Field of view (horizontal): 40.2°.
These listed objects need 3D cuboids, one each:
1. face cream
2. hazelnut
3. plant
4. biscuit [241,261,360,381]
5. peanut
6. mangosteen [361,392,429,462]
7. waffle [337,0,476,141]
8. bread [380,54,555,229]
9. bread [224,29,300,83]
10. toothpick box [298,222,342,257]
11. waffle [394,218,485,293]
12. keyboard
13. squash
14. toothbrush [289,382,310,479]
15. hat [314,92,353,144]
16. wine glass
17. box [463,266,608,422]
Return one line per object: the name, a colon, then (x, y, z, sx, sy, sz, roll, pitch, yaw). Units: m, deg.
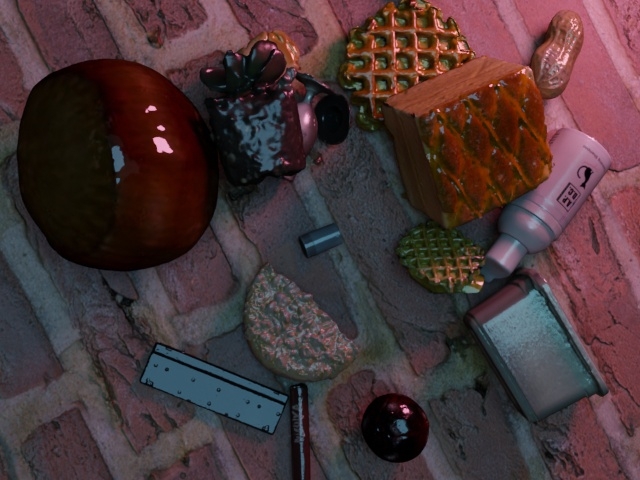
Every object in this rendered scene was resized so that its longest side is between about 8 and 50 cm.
face cream: (0.477, -0.062, 1.921, 0.145, 0.145, 0.370, 37, 82, -5)
hazelnut: (-0.379, -0.146, 1.700, 0.420, 0.353, 0.421, 11, 65, -26)
plant: (-0.130, -0.250, 1.733, 0.199, 0.188, 0.276, -12, 87, -1)
biscuit: (-0.067, 0.194, 1.858, 0.179, 0.084, 0.281, -43, 92, -4)
peanut: (0.533, -0.422, 1.976, 0.098, 0.090, 0.214, 23, 81, 3)
mangosteen: (0.164, 0.394, 1.861, 0.152, 0.152, 0.152, 0, 87, -9)
waffle: (0.190, -0.375, 1.931, 0.302, 0.068, 0.325, 44, 81, -5)
bread: (0.310, -0.209, 1.832, 0.279, 0.207, 0.279, -23, 113, -13)
bread: (-0.125, -0.369, 1.872, 0.177, 0.084, 0.119, -41, 95, -9)
toothpick box: (0.000, 0.000, 1.890, 0.083, 0.052, 0.052, -22, 91, -10)
waffle: (0.259, 0.032, 1.886, 0.183, 0.036, 0.169, 37, 55, 24)
keyboard: (-0.223, 0.313, 1.858, 0.309, 0.018, 0.101, 23, 86, -7)
squash: (0.252, 0.079, 1.919, 0.200, 0.090, 0.075, 20, 116, 6)
toothbrush: (-0.040, 0.489, 1.867, 0.041, 0.041, 0.364, -2, 87, -9)
hat: (0.037, -0.265, 1.904, 0.050, 0.121, 0.121, 5, 86, -47)
wine glass: (-0.052, -0.240, 1.866, 0.103, 0.103, 0.222, 22, 89, -7)
box: (0.455, 0.234, 1.898, 0.182, 0.175, 0.312, -31, 92, -1)
